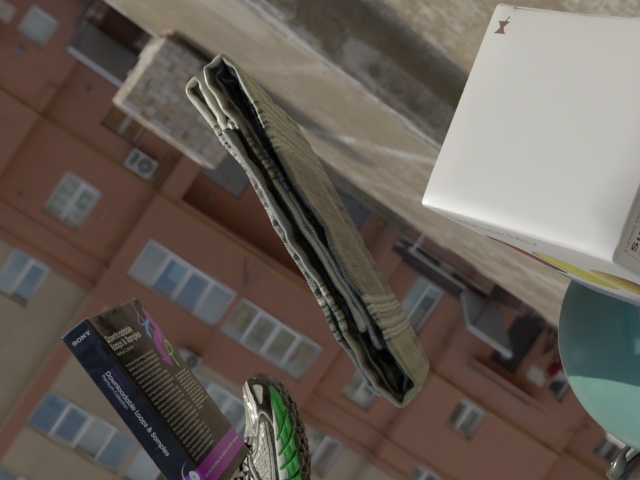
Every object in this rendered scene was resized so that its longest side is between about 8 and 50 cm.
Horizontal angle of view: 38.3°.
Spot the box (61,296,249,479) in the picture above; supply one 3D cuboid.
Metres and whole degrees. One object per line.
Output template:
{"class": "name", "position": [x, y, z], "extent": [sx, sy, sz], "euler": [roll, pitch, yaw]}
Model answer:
{"class": "box", "position": [-0.123, 0.122, 0.714], "extent": [0.162, 0.029, 0.116], "euler": [55, -172, 1]}

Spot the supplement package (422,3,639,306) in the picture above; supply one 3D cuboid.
{"class": "supplement package", "position": [0.203, -0.035, 0.592], "extent": [0.139, 0.134, 0.244], "euler": [20, 179, 45]}

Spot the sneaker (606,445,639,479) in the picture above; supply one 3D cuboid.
{"class": "sneaker", "position": [0.492, 0.289, 1.197], "extent": [0.132, 0.228, 0.086], "euler": [53, 153, 30]}

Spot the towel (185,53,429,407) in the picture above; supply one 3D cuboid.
{"class": "towel", "position": [0.000, 0.000, 0.832], "extent": [0.312, 0.056, 0.324], "euler": [61, -175, 7]}

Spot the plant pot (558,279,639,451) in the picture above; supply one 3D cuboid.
{"class": "plant pot", "position": [0.375, 0.091, 0.906], "extent": [0.293, 0.293, 0.235], "euler": [34, 160, -4]}

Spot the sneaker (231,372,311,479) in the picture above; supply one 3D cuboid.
{"class": "sneaker", "position": [-0.085, 0.329, 1.092], "extent": [0.146, 0.344, 0.134], "euler": [3, 178, 0]}
